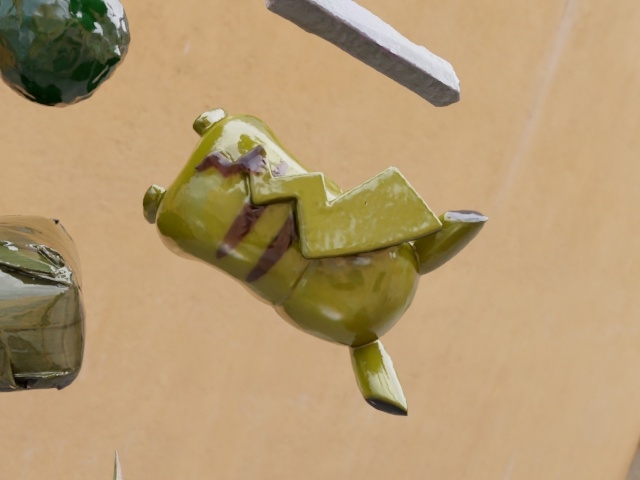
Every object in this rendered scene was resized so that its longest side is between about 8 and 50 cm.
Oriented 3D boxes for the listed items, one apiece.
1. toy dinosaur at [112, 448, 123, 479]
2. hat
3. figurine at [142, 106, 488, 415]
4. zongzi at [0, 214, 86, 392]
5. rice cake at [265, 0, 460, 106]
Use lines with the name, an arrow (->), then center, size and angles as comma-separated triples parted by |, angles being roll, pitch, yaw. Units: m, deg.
toy dinosaur -> -0.277, 0.327, 1.454 | 0.041, 0.026, 0.113 | -10, 48, -9
hat -> -0.257, -0.331, 1.070 | 0.285, 0.285, 0.400 | 18, 33, -40
figurine -> -0.006, -0.004, 1.103 | 0.326, 0.218, 0.169 | 33, 3, -9
zongzi -> -0.421, 0.066, 1.115 | 0.360, 0.160, 0.323 | -8, 9, -12
rice cake -> 0.068, -0.310, 1.697 | 0.399, 0.070, 0.064 | 25, -42, -34
